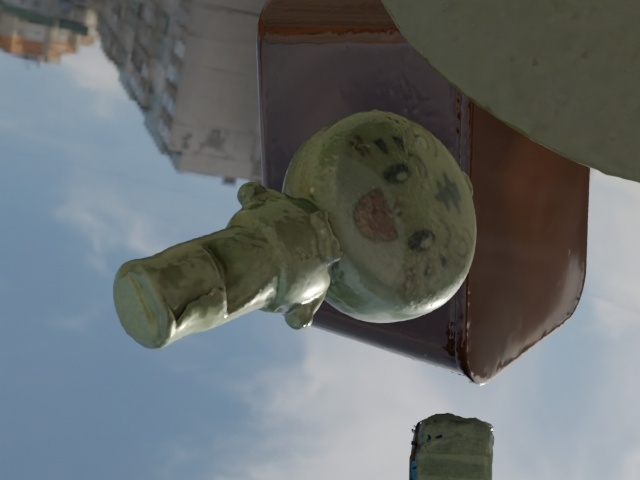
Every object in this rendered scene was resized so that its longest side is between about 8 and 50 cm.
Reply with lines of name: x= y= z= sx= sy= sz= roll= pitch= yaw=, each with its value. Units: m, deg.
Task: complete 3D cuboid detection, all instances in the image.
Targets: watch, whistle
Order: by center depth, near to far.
whistle: x=0.000 y=0.000 z=0.570 sx=0.258 sy=0.126 sz=0.067 roll=-21 pitch=178 yaw=-42
watch: x=0.107 y=0.286 z=0.830 sx=0.068 sy=0.276 sz=0.274 roll=-1 pitch=160 yaw=7

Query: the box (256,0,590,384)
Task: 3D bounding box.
box: x=0.097 y=-0.075 z=0.935 sx=0.229 sy=0.340 sz=0.239 roll=11 pitch=-157 yaw=34

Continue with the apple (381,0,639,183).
apple: x=0.216 y=-0.186 z=0.447 sx=0.360 sy=0.312 sz=0.320 roll=24 pitch=175 yaw=-3
